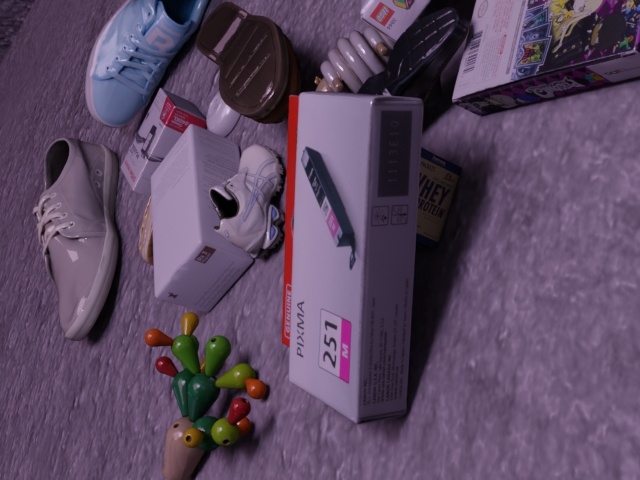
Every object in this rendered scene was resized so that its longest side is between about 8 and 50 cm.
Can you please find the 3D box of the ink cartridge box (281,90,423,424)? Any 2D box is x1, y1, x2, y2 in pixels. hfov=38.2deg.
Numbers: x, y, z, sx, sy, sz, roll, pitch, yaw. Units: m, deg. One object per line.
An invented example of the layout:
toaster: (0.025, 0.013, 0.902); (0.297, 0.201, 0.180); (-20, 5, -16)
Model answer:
ink cartridge box: (0.000, 0.000, 0.862); (0.239, 0.060, 0.275); (18, 108, 58)

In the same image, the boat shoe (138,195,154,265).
boat shoe: (-0.231, -0.046, 1.358); (0.059, 0.063, 0.170); (6, 77, 53)

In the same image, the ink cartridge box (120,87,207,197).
ink cartridge box: (-0.247, -0.147, 1.450); (0.150, 0.063, 0.109); (-61, 31, 12)

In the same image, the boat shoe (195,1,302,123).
boat shoe: (-0.068, -0.220, 1.177); (0.111, 0.104, 0.307); (-48, 33, 14)

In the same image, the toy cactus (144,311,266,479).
toy cactus: (-0.146, 0.191, 1.045); (0.219, 0.112, 0.180); (38, 113, 50)

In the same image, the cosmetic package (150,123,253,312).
cosmetic package: (-0.159, -0.032, 1.216); (0.117, 0.085, 0.231); (-47, 38, 33)

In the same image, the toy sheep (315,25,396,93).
toy sheep: (0.049, -0.182, 0.978); (0.132, 0.091, 0.091); (-34, 38, 9)

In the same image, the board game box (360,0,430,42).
board game box: (0.145, -0.356, 0.913); (0.305, 0.053, 0.193); (-52, 15, 26)

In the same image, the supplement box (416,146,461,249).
supplement box: (0.075, -0.041, 0.867); (0.083, 0.056, 0.083); (6, 76, 60)

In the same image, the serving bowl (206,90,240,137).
serving bowl: (-0.143, -0.191, 1.347); (0.083, 0.027, 0.083); (-37, 41, 41)

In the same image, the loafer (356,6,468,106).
loafer: (0.093, -0.156, 0.896); (0.170, 0.061, 0.062); (-43, 36, 45)

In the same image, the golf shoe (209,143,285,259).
golf shoe: (-0.093, -0.063, 1.126); (0.069, 0.086, 0.176); (-48, 34, 34)

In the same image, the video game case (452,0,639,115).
video game case: (0.215, -0.233, 0.783); (0.210, 0.042, 0.232); (-7, 65, 58)

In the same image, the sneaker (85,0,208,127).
sneaker: (-0.295, -0.355, 1.592); (0.366, 0.135, 0.150); (-63, 25, 8)

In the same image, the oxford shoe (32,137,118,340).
oxford shoe: (-0.432, -0.014, 1.599); (0.169, 0.130, 0.449); (-45, 38, 31)
